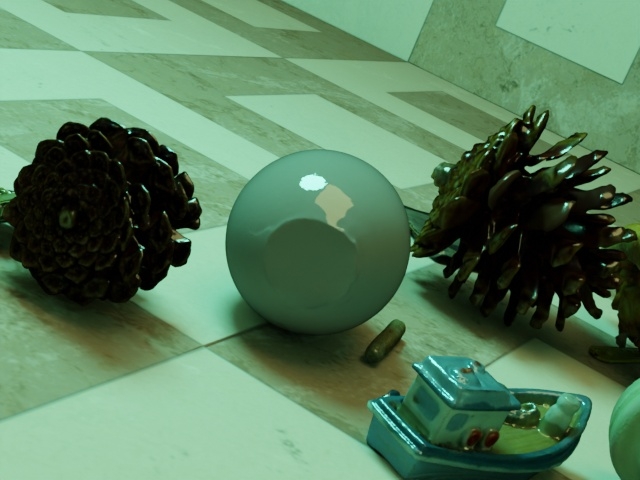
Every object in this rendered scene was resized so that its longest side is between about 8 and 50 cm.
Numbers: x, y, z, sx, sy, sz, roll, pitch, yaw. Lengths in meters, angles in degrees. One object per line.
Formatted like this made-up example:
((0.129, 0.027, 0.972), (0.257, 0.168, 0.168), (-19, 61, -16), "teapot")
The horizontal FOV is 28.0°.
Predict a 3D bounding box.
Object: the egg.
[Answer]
((0.000, 0.000, 1.232), (0.176, 0.176, 0.232), (25, 9, 6), "egg")

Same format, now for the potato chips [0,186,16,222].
((-0.351, -0.058, 1.179), (0.220, 0.029, 0.202), (20, 22, 16), "potato chips")

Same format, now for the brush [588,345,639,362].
((0.402, 0.142, 1.599), (0.218, 0.010, 0.082), (7, 23, -42), "brush")

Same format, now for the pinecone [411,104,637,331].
((0.246, -0.015, 1.496), (0.264, 0.264, 0.264), (21, 17, -7), "pinecone")

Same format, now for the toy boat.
((0.151, 0.149, 1.107), (0.238, 0.098, 0.109), (8, 25, -41), "toy boat")

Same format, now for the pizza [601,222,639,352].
((0.396, 0.077, 1.517), (0.073, 0.182, 0.365), (-2, 20, -4), "pizza")

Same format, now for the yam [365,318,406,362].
((0.065, 0.100, 1.276), (0.021, 0.021, 0.116), (26, 16, 10), "yam")

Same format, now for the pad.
((0.213, 0.007, 1.754), (0.233, 0.022, 0.174), (15, 17, -27), "pad")

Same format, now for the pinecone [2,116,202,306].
((-0.177, -0.023, 1.115), (0.163, 0.163, 0.165), (29, 8, 20), "pinecone")

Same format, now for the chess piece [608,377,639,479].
((0.327, 0.230, 1.074), (0.139, 0.139, 0.272), (20, 27, -8), "chess piece")
